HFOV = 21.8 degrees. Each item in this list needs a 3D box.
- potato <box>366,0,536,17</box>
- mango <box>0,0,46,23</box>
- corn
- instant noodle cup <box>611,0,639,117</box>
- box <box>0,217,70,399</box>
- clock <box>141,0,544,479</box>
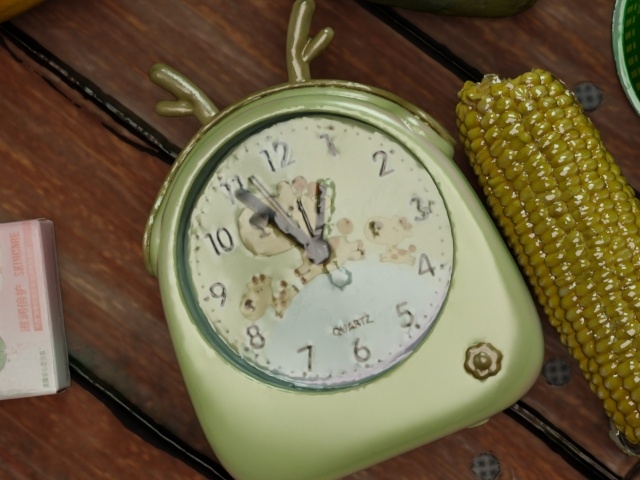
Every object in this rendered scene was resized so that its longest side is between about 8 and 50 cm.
[{"bbox_3d":[0.064,-0.195,1.124,0.188,0.105,0.085,12,73,-9],"label":"potato"},{"bbox_3d":[-0.243,-0.237,1.122,0.359,0.144,0.187,-20,91,1],"label":"mango"},{"bbox_3d":[0.186,0.012,1.119,0.106,0.106,0.293,-29,85,3],"label":"corn"},{"bbox_3d":[0.297,-0.149,1.039,0.207,0.233,0.207,0,89,4],"label":"instant noodle cup"},{"bbox_3d":[-0.228,0.050,1.169,0.089,0.043,0.125,-8,89,4],"label":"box"},{"bbox_3d":[0.000,0.000,1.121,0.235,0.096,0.308,-23,90,10],"label":"clock"}]
